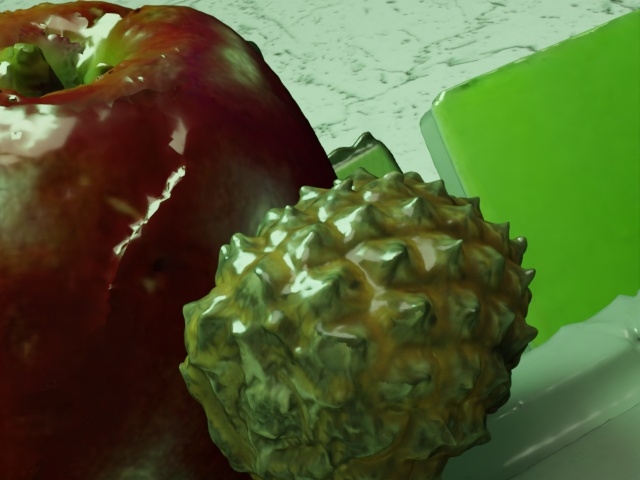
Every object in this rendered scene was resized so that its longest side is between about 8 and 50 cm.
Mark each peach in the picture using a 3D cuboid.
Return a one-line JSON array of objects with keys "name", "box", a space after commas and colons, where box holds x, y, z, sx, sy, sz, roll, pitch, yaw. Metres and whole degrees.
[{"name": "peach", "box": [-0.162, 0.064, 1.102, 0.353, 0.416, 0.339, -25, 41, -33]}]

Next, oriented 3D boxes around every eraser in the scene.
[{"name": "eraser", "box": [0.207, 0.000, 1.142, 0.210, 0.274, 0.092, -24, -6, -6]}]

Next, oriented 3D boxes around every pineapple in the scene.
[{"name": "pineapple", "box": [0.030, 0.041, 0.852, 0.166, 0.166, 0.193, 6, 28, 38]}]

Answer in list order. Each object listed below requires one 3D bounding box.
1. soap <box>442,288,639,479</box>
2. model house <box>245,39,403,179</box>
[{"name": "soap", "box": [0.239, 0.166, 0.878, 0.435, 0.212, 0.350, -29, 26, -20]}, {"name": "model house", "box": [0.000, 0.000, 1.261, 0.205, 0.278, 0.218, -29, 28, -18]}]
